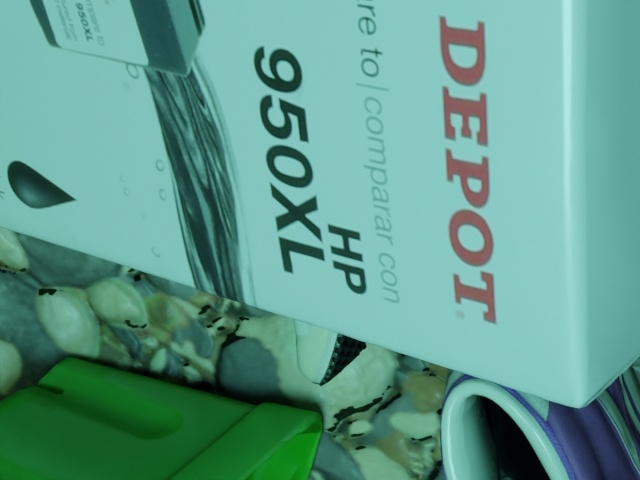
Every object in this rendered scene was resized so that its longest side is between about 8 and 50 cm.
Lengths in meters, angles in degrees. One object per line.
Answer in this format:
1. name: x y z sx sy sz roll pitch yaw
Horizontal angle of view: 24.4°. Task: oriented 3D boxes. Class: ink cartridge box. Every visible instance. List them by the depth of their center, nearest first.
1. ink cartridge box: -0.029 -0.137 0.585 0.394 0.166 0.286 15 124 35

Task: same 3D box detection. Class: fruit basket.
1. fruit basket: -0.089 0.300 0.849 0.392 0.283 0.392 15 119 29

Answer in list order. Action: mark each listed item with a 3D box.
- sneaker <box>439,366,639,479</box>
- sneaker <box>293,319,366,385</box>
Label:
1. sneaker: 0.141 0.160 0.765 0.102 0.161 0.282 -27 108 28
2. sneaker: 0.000 0.000 0.796 0.075 0.057 0.161 27 127 24
